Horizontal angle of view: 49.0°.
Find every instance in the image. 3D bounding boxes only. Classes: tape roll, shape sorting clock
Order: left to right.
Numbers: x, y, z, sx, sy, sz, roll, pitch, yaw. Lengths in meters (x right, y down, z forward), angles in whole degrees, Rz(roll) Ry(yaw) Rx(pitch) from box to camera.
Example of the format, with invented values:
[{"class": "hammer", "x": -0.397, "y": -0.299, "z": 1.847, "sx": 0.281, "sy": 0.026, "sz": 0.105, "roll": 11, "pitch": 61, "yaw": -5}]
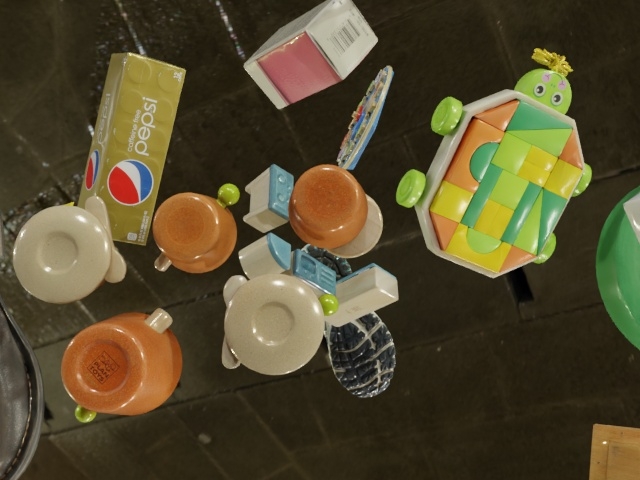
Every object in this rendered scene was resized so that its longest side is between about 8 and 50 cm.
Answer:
[{"class": "shape sorting clock", "x": 0.077, "y": -0.222, "z": 1.275, "sx": 0.040, "sy": 0.206, "sz": 0.206, "roll": 22, "pitch": 117, "yaw": -5}, {"class": "tape roll", "x": 0.598, "y": 0.043, "z": 1.088, "sx": 0.321, "sy": 0.077, "sz": 0.321, "roll": 0, "pitch": 80, "yaw": -2}]

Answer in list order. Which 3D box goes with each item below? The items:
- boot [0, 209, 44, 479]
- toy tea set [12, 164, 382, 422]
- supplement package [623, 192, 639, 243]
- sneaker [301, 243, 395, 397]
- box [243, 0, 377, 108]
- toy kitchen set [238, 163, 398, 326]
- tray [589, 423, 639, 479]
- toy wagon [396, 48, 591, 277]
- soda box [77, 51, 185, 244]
[{"class": "boot", "x": -0.270, "y": 0.036, "z": 0.414, "sx": 0.091, "sy": 0.229, "sz": 0.263, "roll": -17, "pitch": 80, "yaw": 1}, {"class": "toy tea set", "x": -0.100, "y": 0.043, "z": 0.652, "sx": 0.336, "sy": 0.124, "sz": 0.200, "roll": -13, "pitch": 82, "yaw": 0}, {"class": "supplement package", "x": 0.472, "y": -0.017, "z": 0.644, "sx": 0.198, "sy": 0.263, "sz": 0.199, "roll": 64, "pitch": 154, "yaw": -5}, {"class": "sneaker", "x": 0.046, "y": 0.127, "z": 1.195, "sx": 0.110, "sy": 0.122, "sz": 0.283, "roll": -21, "pitch": 96, "yaw": 0}, {"class": "box", "x": -0.023, "y": -0.388, "z": 1.452, "sx": 0.127, "sy": 0.148, "sz": 0.232, "roll": 50, "pitch": 149, "yaw": -21}, {"class": "toy kitchen set", "x": 0.000, "y": 0.000, "z": 1.026, "sx": 0.122, "sy": 0.166, "sz": 0.207, "roll": -28, "pitch": 136, "yaw": 33}, {"class": "tray", "x": 0.386, "y": 0.246, "z": 0.457, "sx": 0.411, "sy": 0.203, "sz": 0.076, "roll": -6, "pitch": 155, "yaw": 41}, {"class": "toy wagon", "x": 0.283, "y": -0.120, "z": 1.056, "sx": 0.267, "sy": 0.068, "sz": 0.344, "roll": 21, "pitch": 101, "yaw": -19}, {"class": "soda box", "x": -0.192, "y": -0.091, "z": 0.701, "sx": 0.058, "sy": 0.061, "sz": 0.181, "roll": 20, "pitch": 97, "yaw": 56}]
